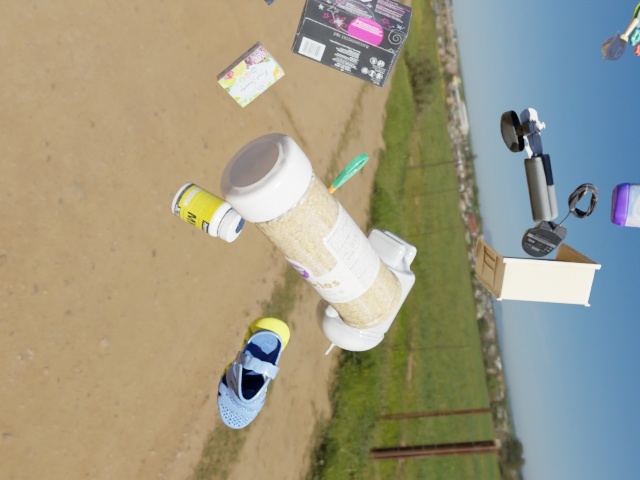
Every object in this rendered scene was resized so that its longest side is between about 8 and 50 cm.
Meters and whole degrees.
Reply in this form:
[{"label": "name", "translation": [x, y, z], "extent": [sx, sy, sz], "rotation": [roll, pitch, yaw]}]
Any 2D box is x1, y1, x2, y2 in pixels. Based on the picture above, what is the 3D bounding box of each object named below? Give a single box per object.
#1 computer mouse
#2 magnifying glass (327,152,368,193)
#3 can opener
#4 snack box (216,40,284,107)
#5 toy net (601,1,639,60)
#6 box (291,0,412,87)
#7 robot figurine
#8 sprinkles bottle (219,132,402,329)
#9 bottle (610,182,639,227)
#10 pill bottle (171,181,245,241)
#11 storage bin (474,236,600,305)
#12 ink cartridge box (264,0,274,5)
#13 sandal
[{"label": "computer mouse", "translation": [0.472, -0.042, 1.239], "extent": [0.041, 0.071, 0.242], "rotation": [-62, 178, -34]}, {"label": "magnifying glass", "translation": [0.059, -0.181, 1.907], "extent": [0.026, 0.231, 0.092], "rotation": [51, 24, 6]}, {"label": "can opener", "translation": [0.508, -0.180, 1.505], "extent": [0.074, 0.093, 0.280], "rotation": [-20, 97, -40]}, {"label": "snack box", "translation": [-0.177, -0.420, 1.591], "extent": [0.100, 0.141, 0.037], "rotation": [42, 18, -41]}, {"label": "toy net", "translation": [0.776, -0.512, 1.589], "extent": [0.045, 0.232, 0.122], "rotation": [39, -22, 39]}, {"label": "box", "translation": [0.076, -0.510, 1.521], "extent": [0.163, 0.247, 0.142], "rotation": [116, -7, -49]}, {"label": "robot figurine", "translation": [0.116, 0.144, 1.664], "extent": [0.300, 0.200, 0.353], "rotation": [11, 109, -56]}, {"label": "sprinkles bottle", "translation": [0.000, 0.000, 0.934], "extent": [0.355, 0.121, 0.121], "rotation": [49, 33, -41]}, {"label": "bottle", "translation": [0.918, -0.086, 1.643], "extent": [0.092, 0.283, 0.118], "rotation": [44, 55, -67]}, {"label": "pill bottle", "translation": [-0.346, -0.086, 1.946], "extent": [0.119, 0.208, 0.119], "rotation": [-56, 165, -23]}, {"label": "storage bin", "translation": [0.599, 0.080, 1.783], "extent": [0.260, 0.262, 0.123], "rotation": [-98, -168, -75]}, {"label": "ink cartridge box", "translation": [-0.137, -0.801, 1.735], "extent": [0.208, 0.206, 0.045], "rotation": [49, 8, 2]}, {"label": "sandal", "translation": [-0.172, 0.332, 1.474], "extent": [0.138, 0.126, 0.317], "rotation": [-83, -168, -61]}]
